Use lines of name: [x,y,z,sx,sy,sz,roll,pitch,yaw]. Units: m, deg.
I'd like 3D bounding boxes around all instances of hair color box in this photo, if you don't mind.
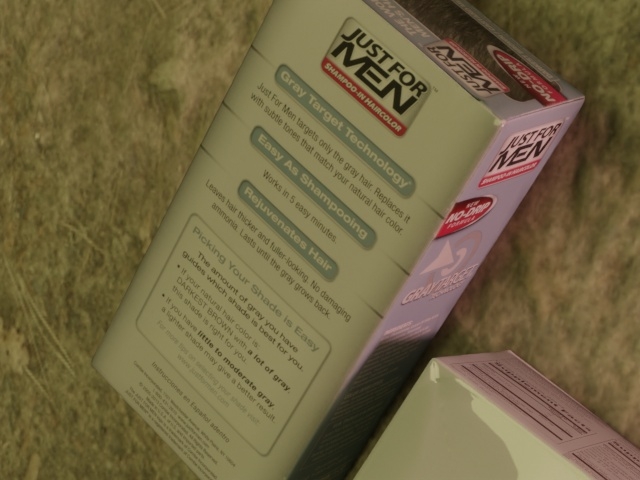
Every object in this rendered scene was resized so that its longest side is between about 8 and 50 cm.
hair color box: [0.000,0.000,1.200,0.185,0.113,0.374,43,124,21]

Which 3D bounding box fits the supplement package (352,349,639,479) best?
supplement package: [0.109,0.237,1.170,0.204,0.145,0.262,38,105,23]
